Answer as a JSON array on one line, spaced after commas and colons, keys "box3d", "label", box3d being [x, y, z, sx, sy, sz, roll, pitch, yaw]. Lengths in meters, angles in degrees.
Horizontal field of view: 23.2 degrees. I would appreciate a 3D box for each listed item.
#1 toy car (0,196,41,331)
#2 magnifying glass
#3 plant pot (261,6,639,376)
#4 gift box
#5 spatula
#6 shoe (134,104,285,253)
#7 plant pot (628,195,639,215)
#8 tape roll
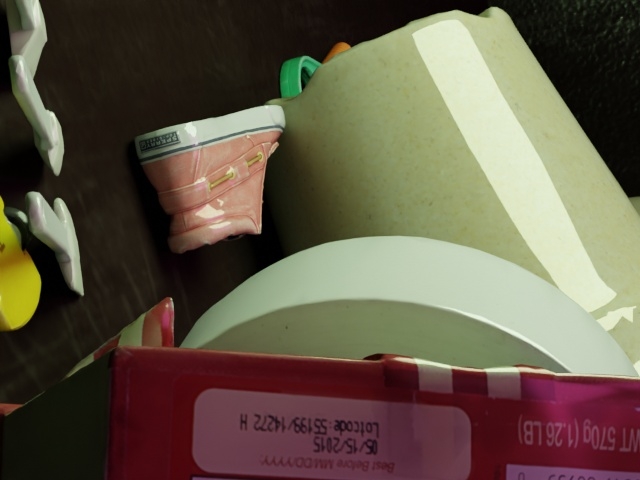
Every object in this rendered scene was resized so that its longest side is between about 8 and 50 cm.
[{"box3d": [-0.197, -0.078, 0.607, 0.225, 0.053, 0.239, 15, 61, -72], "label": "toy car"}, {"box3d": [0.003, -0.139, 1.423, 0.231, 0.026, 0.092, -67, 139, -67], "label": "magnifying glass"}, {"box3d": [0.101, 0.007, 1.167, 0.305, 0.334, 0.334, 65, 14, 7], "label": "plant pot"}, {"box3d": [0.006, 0.150, 0.560, 0.258, 0.255, 0.276, 148, -50, -65], "label": "gift box"}, {"box3d": [-0.136, -0.062, 0.729, 0.242, 0.019, 0.168, 130, -48, -83], "label": "spatula"}, {"box3d": [-0.064, -0.041, 1.033, 0.178, 0.063, 0.081, -26, 102, -69], "label": "shoe"}, {"box3d": [0.239, 0.087, 1.489, 0.323, 0.280, 0.323, -20, 90, -82], "label": "plant pot"}, {"box3d": [0.038, 0.145, 0.786, 0.100, 0.286, 0.286, -58, 132, -70], "label": "tape roll"}]
